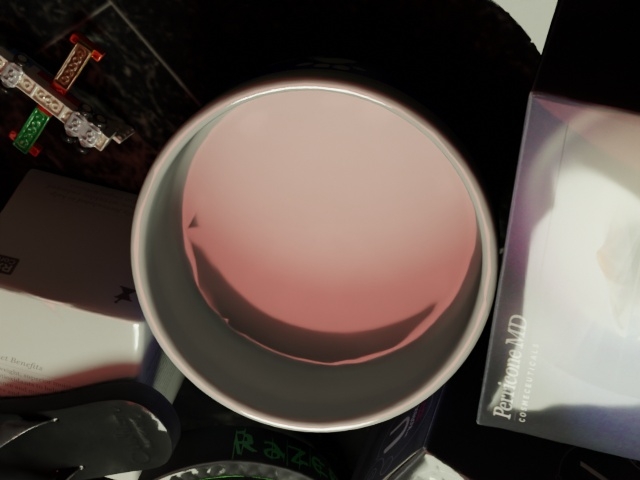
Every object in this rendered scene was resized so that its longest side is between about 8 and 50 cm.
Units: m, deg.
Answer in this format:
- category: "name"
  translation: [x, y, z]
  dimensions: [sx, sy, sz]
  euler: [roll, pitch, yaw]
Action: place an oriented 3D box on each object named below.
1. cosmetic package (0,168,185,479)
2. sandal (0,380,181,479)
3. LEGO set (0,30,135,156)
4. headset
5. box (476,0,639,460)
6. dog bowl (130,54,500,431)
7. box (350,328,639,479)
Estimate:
- category: "cosmetic package"
  translation: [-0.194, 0.069, 1.484]
  dimensions: [0.151, 0.151, 0.184]
  euler: [14, 129, 7]
- category: "sandal"
  translation: [-0.228, 0.169, 1.436]
  dimensions: [0.254, 0.054, 0.097]
  euler: [-20, 117, 31]
- category: "LEGO set"
  translation: [-0.253, -0.150, 1.420]
  dimensions: [0.182, 0.060, 0.244]
  euler: [0, 114, 19]
- category: "headset"
  translation: [-0.142, 0.304, 1.653]
  dimensions: [0.243, 0.185, 0.394]
  euler: [28, 115, -29]
- category: "box"
  translation: [0.278, 0.004, 1.262]
  dimensions: [0.294, 0.183, 0.296]
  euler: [13, 128, 11]
- category: "dog bowl"
  translation: [0.000, 0.000, 1.342]
  dimensions: [0.265, 0.104, 0.265]
  euler: [2, 106, 7]
- category: "box"
  translation: [0.171, 0.221, 1.468]
  dimensions: [0.270, 0.165, 0.143]
  euler: [34, 129, -9]
